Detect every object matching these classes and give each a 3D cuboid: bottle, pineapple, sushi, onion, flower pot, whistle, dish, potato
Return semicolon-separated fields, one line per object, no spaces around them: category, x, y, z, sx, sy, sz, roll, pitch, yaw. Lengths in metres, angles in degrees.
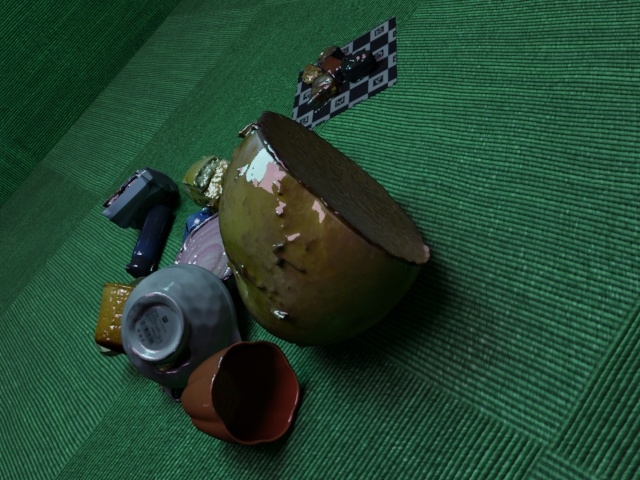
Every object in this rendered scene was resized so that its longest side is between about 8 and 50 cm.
bottle;-0.492;0.005;1.948;0.072;0.082;0.244;105;177;-50
pineapple;-0.355;0.308;1.547;0.045;0.019;0.083;-7;49;34
sushi;0.047;-0.484;1.895;0.359;0.064;0.343;-23;41;28
onion;-0.229;0.042;1.603;0.250;0.111;0.247;-17;44;35
flower pot;-0.164;0.287;1.246;0.173;0.190;0.190;-21;41;46
whistle;-0.321;-0.024;1.808;0.090;0.090;0.158;-105;26;-51
dish;-0.322;0.187;1.431;0.303;0.120;0.303;-2;83;20
potato;-0.042;0.008;1.230;0.319;0.385;0.442;-53;26;16

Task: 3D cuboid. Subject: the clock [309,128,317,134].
clock;-0.067;-0.170;1.621;0.192;0.147;0.071;-16;30;36

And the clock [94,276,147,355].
clock;-0.525;0.202;1.816;0.235;0.029;0.235;-27;39;24

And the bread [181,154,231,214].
bread;-0.267;-0.143;1.770;0.257;0.186;0.124;7;64;58

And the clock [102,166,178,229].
clock;-0.543;-0.125;2.049;0.186;0.083;0.253;-43;-4;3

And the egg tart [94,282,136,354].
egg tart;-0.447;0.198;1.612;0.202;0.202;0.147;-5;61;43
